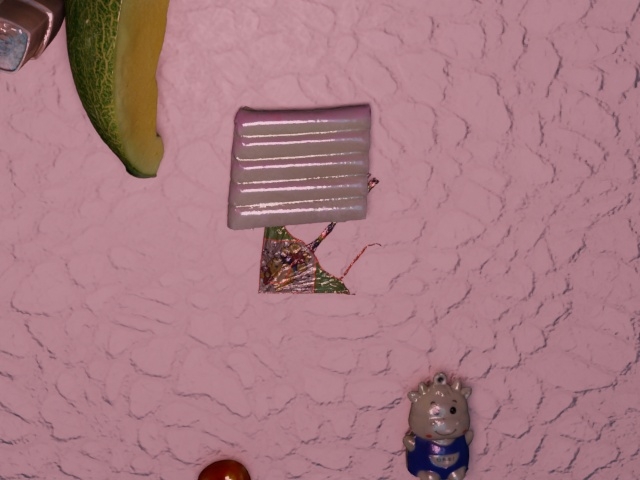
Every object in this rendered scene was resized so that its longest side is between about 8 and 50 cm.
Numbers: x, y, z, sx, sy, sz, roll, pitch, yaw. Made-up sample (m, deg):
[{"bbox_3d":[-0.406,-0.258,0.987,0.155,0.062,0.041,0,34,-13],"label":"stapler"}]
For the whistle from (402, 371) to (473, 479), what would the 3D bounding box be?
[{"bbox_3d":[0.178,0.313,1.924,0.110,0.092,0.244,-3,108,-11],"label":"whistle"}]

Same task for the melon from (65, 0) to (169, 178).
[{"bbox_3d":[-0.267,-0.225,1.677,0.124,0.196,0.323,-9,119,-23],"label":"melon"}]

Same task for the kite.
[{"bbox_3d":[0.000,0.000,1.850,0.244,0.006,0.198,-43,106,11],"label":"kite"}]

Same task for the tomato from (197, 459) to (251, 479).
[{"bbox_3d":[-0.144,0.374,1.936,0.087,0.075,0.087,3,108,11],"label":"tomato"}]

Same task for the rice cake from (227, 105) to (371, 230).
[{"bbox_3d":[-0.029,-0.103,1.795,0.198,0.037,0.189,3,106,-4],"label":"rice cake"}]

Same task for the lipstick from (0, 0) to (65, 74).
[{"bbox_3d":[-0.378,-0.269,1.602,0.077,0.253,0.079,21,108,-10],"label":"lipstick"}]
